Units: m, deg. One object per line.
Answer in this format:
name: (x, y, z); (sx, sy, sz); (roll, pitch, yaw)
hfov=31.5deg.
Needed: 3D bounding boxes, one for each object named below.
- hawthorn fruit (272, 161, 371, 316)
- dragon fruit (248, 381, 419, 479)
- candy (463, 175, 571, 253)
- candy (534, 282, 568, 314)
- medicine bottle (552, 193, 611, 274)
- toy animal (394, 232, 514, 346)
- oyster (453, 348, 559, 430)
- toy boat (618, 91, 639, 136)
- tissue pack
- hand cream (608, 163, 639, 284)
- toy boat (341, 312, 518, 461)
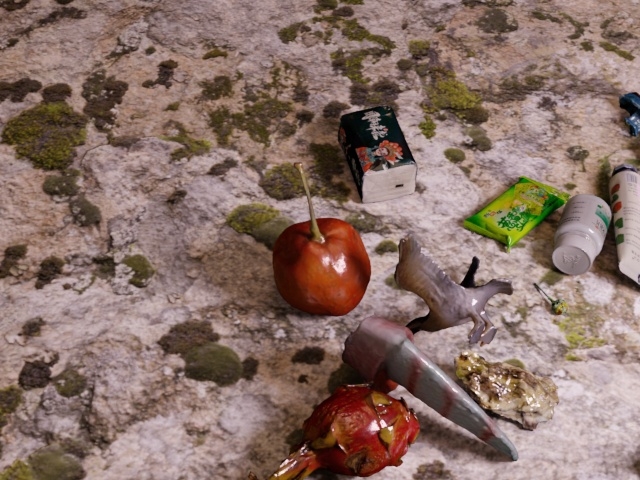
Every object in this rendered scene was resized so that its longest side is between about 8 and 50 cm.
hawthorn fruit: (0.000, 0.000, 1.701); (0.165, 0.285, 0.165); (-1, 54, 1)
dragon fruit: (0.018, 0.278, 1.535); (0.246, 0.125, 0.125); (-27, 55, -18)
candy: (0.337, -0.052, 1.945); (0.102, 0.032, 0.178); (34, 53, 29)
candy: (0.366, 0.089, 1.808); (0.023, 0.025, 0.083); (-29, 43, -6)
medicine bottle: (0.428, -0.009, 1.869); (0.080, 0.080, 0.130); (16, 46, 14)
toy animal: (0.183, 0.103, 1.682); (0.160, 0.272, 0.197); (27, 90, 41)
oyster: (0.269, 0.217, 1.654); (0.165, 0.053, 0.108); (13, 55, 2)
toy boat: (0.602, -0.224, 2.116); (0.061, 0.060, 0.137); (-36, 54, -1)
tissue pack: (0.099, -0.154, 2.000); (0.103, 0.090, 0.170); (-11, 45, -9)
hand cream: (0.522, -0.025, 1.901); (0.095, 0.059, 0.276); (34, 39, -22)
toy boat: (0.163, 0.214, 1.576); (0.282, 0.206, 0.096); (38, 72, 12)
